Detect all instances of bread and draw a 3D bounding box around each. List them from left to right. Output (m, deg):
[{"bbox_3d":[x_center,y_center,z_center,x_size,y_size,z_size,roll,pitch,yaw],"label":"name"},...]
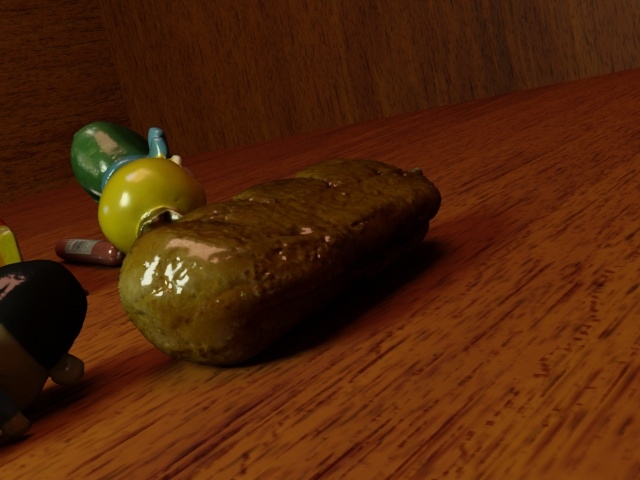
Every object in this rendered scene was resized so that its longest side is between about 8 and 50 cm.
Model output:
[{"bbox_3d":[0.001,-0.002,0.596,0.124,0.084,0.344,18,24,26],"label":"bread"}]

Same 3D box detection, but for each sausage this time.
[{"bbox_3d":[-0.279,0.013,1.014,0.029,0.029,0.223,-20,12,-32],"label":"sausage"}]

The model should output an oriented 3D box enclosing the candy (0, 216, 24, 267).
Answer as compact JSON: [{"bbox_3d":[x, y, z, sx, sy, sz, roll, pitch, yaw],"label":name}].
[{"bbox_3d":[-0.381,0.036,0.863,0.146,0.088,0.276,-19,12,-22],"label":"candy"}]

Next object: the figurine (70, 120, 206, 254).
[{"bbox_3d":[-0.183,-0.032,0.942,0.127,0.185,0.234,-45,47,-14],"label":"figurine"}]

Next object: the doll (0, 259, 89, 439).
[{"bbox_3d":[-0.192,0.070,0.463,0.102,0.089,0.179,32,40,13],"label":"doll"}]
